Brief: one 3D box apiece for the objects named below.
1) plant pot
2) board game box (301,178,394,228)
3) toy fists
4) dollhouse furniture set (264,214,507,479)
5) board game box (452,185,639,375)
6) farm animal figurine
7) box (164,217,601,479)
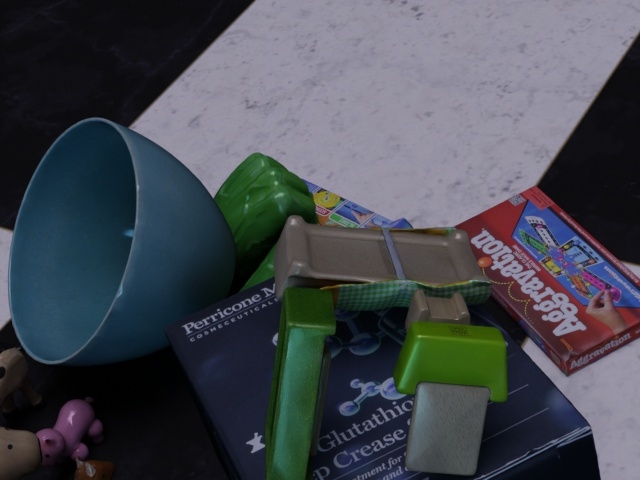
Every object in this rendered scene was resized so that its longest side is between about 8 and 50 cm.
[{"bbox_3d":[-0.218,0.018,1.640,0.290,0.195,0.290,-19,64,46],"label":"plant pot"},{"bbox_3d":[0.000,0.000,1.773,0.136,0.035,0.201,-39,45,-26],"label":"board game box"},{"bbox_3d":[-0.050,0.012,1.671,0.142,0.096,0.279,-50,44,28],"label":"toy fists"},{"bbox_3d":[0.052,0.097,1.274,0.197,0.151,0.301,5,19,-4],"label":"dollhouse furniture set"},{"bbox_3d":[0.275,0.041,1.644,0.145,0.027,0.281,-27,41,-12],"label":"board game box"},{"bbox_3d":[-0.380,0.255,1.492,0.326,0.172,0.330,-31,42,-18],"label":"farm animal figurine"},{"bbox_3d":[0.060,0.203,1.365,0.293,0.212,0.395,-25,36,-10],"label":"box"}]
